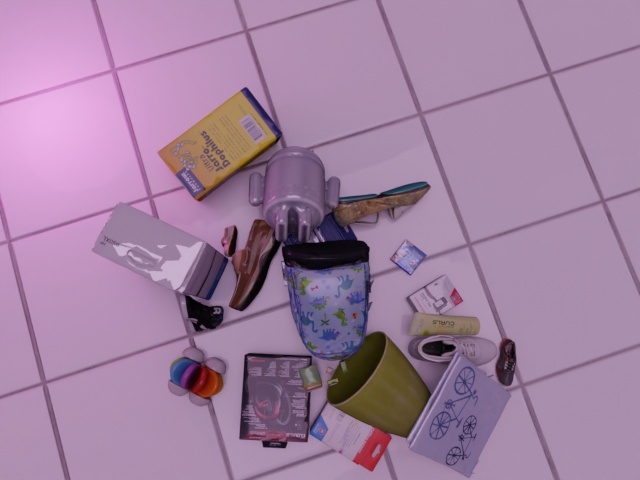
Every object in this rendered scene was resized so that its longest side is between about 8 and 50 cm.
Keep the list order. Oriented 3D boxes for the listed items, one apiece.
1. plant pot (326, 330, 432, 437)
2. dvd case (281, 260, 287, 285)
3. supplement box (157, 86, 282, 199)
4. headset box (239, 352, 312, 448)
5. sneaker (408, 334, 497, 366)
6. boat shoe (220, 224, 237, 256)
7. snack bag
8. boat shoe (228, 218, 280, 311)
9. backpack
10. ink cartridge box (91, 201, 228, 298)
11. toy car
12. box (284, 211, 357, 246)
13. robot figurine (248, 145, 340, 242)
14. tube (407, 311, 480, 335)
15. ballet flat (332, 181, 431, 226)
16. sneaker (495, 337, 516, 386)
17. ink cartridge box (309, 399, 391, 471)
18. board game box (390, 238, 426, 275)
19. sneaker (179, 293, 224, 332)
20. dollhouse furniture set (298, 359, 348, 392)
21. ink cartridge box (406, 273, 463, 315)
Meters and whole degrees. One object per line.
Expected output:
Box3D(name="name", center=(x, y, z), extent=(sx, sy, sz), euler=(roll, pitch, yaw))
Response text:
Box3D(name="plant pot", center=(0.218, 0.481, 1.704), extent=(0.294, 0.275, 0.274), euler=(41, 83, -10))
Box3D(name="dvd case", center=(-0.070, 0.105, 1.867), extent=(0.120, 0.013, 0.087), euler=(-7, 81, -3))
Box3D(name="supplement box", center=(-0.330, -0.311, 1.819), extent=(0.357, 0.194, 0.195), euler=(-39, 98, -7))
Box3D(name="headset box", center=(-0.141, 0.514, 1.753), extent=(0.218, 0.110, 0.292), euler=(2, 81, 0))
Box3D(name="sneaker", center=(0.442, 0.357, 1.755), extent=(0.293, 0.169, 0.107), euler=(0, 79, -2))
Box3D(name="boat shoe", center=(-0.311, 0.005, 1.845), extent=(0.045, 0.050, 0.135), euler=(-7, 42, 10))
Box3D(name="snack bag", center=(0.445, 0.549, 1.708), extent=(0.343, 0.037, 0.322), euler=(36, 80, -33))
Box3D(name="boat shoe", center=(-0.234, 0.076, 1.826), extent=(0.120, 0.122, 0.323), euler=(21, 73, 8))
Box3D(name="backpack", center=(0.030, 0.199, 1.737), extent=(0.291, 0.273, 0.355), euler=(-2, 110, -10))
Box3D(name="ink cartridge box", center=(-0.469, 0.047, 1.680), extent=(0.286, 0.395, 0.166), euler=(24, 82, 3))
Box3D(name="toy car", center=(-0.402, 0.437, 1.750), extent=(0.182, 0.136, 0.159), euler=(26, 82, 3))
Box3D(name="box", center=(0.000, 0.000, 1.865), extent=(0.225, 0.036, 0.136), euler=(-29, 82, -11))
Box3D(name="robot figurine", center=(-0.084, -0.163, 1.785), extent=(0.300, 0.199, 0.353), euler=(4, 55, -6))
Box3D(name="tube", center=(0.403, 0.278, 1.783), extent=(0.241, 0.062, 0.069), euler=(5, 75, -19))
Box3D(name="ballet flat", center=(0.210, -0.117, 1.856), extent=(0.349, 0.123, 0.123), euler=(-12, 81, -11))
Box3D(name="sneaker", center=(0.615, 0.402, 1.800), extent=(0.061, 0.065, 0.157), euler=(3, 81, 0))
Box3D(name="ink cartridge box", center=(0.096, 0.617, 1.756), extent=(0.231, 0.078, 0.134), euler=(32, 83, 4))
Box3D(name="board game box", center=(0.301, 0.057, 1.874), extent=(0.090, 0.020, 0.090), euler=(38, 81, 5))
Box3D(name="sneaker", center=(-0.375, 0.221, 1.756), extent=(0.121, 0.216, 0.079), euler=(-11, 60, -7))
Box3D(name="dollhouse furniture set", center=(0.010, 0.413, 1.684), extent=(0.152, 0.058, 0.076), euler=(-17, 83, -2))
Box3D(name="ink cartridge box", center=(0.380, 0.198, 1.831), extent=(0.151, 0.063, 0.109), euler=(-31, 83, -5))
